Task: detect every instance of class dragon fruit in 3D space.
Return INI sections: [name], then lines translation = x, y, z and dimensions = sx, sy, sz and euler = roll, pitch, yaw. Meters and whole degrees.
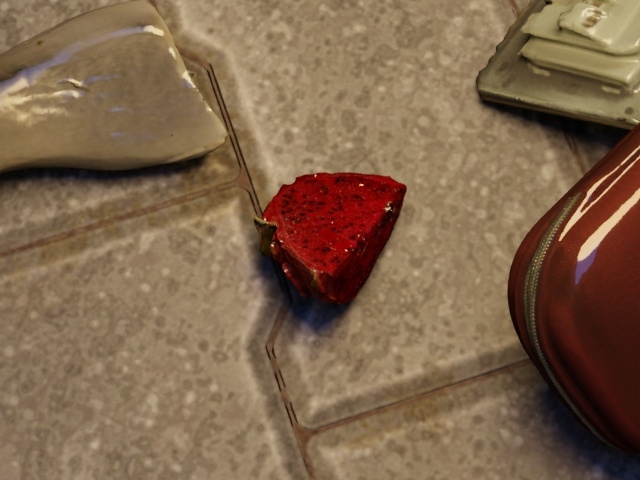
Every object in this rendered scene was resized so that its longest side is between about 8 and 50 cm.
[dragon fruit]
translation = 0.000, 0.000, 1.514
dimensions = 0.106, 0.083, 0.162
euler = 20, 45, 17

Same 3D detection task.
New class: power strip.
[power strip]
translation = 0.260, -0.203, 1.545
dimensions = 0.213, 0.064, 0.198
euler = 17, 65, 39

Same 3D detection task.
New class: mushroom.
[mushroom]
translation = -0.264, -0.111, 1.531
dimensions = 0.329, 0.122, 0.159
euler = -19, 62, -6

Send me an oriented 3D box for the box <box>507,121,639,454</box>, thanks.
[box]
translation = 0.344, -0.003, 1.443
dimensions = 0.404, 0.108, 0.263
euler = -44, 113, -13
